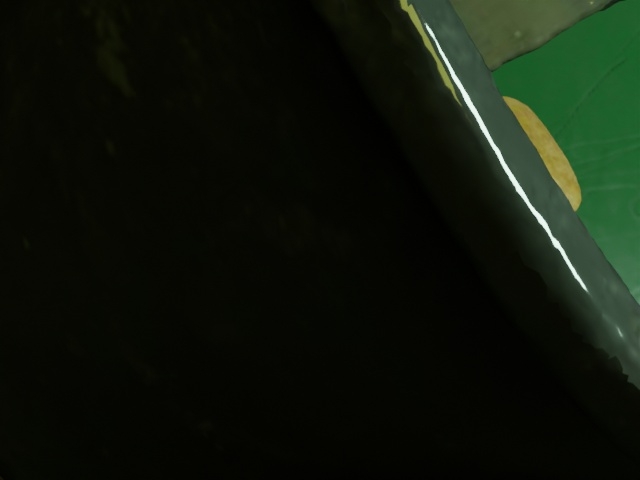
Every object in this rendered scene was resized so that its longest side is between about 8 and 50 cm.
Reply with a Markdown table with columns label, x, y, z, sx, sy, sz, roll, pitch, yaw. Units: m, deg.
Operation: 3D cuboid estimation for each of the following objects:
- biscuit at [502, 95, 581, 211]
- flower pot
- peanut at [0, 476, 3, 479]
| label | x | y | z | sx | sy | sz | roll | pitch | yaw |
| --- | --- | --- | --- | --- | --- | --- | --- | --- | --- |
| biscuit | 0.001 | -0.002 | 0.760 | 0.295 | 0.044 | 0.186 | -26 | 74 | -26 |
| flower pot | -0.012 | -0.034 | 0.566 | 0.379 | 0.251 | 0.379 | 47 | 27 | -33 |
| peanut | -0.174 | 0.053 | 0.635 | 0.253 | 0.122 | 0.137 | 46 | 51 | 9 |
